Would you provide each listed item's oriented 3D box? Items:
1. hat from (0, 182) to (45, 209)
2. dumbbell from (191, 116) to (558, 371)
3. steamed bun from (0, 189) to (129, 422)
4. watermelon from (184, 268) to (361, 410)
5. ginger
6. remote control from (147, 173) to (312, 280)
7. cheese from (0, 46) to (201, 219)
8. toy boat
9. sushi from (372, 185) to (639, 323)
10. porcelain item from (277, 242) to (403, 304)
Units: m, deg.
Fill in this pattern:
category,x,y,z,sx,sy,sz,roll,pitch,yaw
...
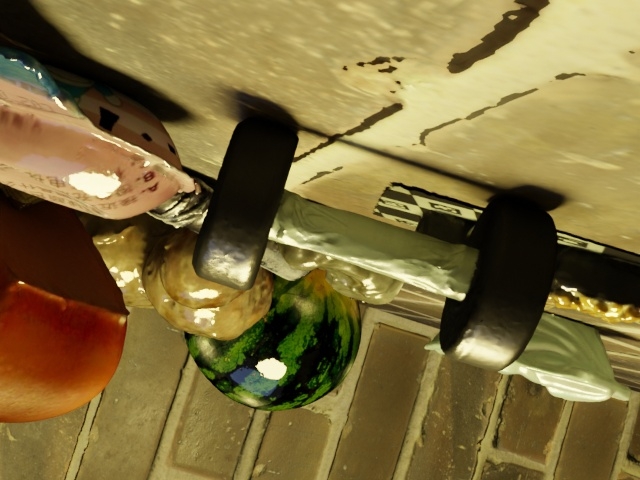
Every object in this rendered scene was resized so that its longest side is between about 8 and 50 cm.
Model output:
category,x,y,z,sx,sy,sz,roll,pitch,yaw
hat,-0.297,-0.071,0.954,0.193,0.082,0.193,16,175,1
dumbbell,0.030,0.002,0.537,0.191,0.100,0.100,17,175,-3
steamed bun,-0.397,0.045,1.020,0.379,0.248,0.235,50,-168,32
watermelon,-0.066,0.124,1.367,0.269,0.268,0.269,17,175,2
ginger,-0.168,0.027,1.142,0.304,0.155,0.245,13,167,41
remote control,-0.098,-0.016,0.944,0.090,0.066,0.266,9,171,44
cheese,-0.168,-0.070,0.562,0.189,0.074,0.286,16,171,6
toy boat,0.277,0.145,1.257,0.199,0.100,0.290,21,175,-40
sushi,0.169,0.029,0.681,0.280,0.043,0.192,17,175,-1
porcelain item,0.000,0.000,0.868,0.081,0.069,0.216,19,172,38
